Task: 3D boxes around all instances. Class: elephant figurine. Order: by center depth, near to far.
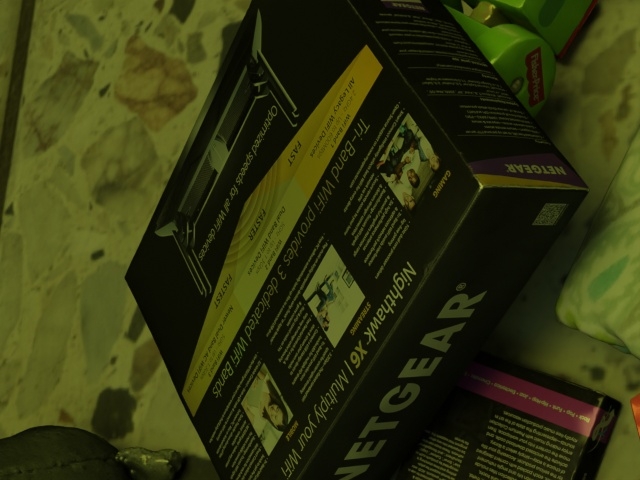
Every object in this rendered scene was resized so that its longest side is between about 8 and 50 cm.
[{"bbox_3d":[-0.257,0.187,0.924,0.169,0.239,0.186,17,84,41],"label":"elephant figurine"}]

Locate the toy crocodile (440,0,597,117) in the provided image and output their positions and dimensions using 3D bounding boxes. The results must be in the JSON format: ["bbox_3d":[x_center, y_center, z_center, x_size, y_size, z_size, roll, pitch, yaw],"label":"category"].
[{"bbox_3d":[0.137,-0.167,0.860,0.115,0.105,0.340,37,92,41],"label":"toy crocodile"}]

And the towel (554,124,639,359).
[{"bbox_3d":[0.328,-0.030,0.658,0.374,0.090,0.320,29,91,41],"label":"towel"}]

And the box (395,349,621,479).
[{"bbox_3d":[0.098,0.152,0.804,0.116,0.029,0.162,19,83,41],"label":"box"}]

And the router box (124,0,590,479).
[{"bbox_3d":[0.000,0.000,0.831,0.243,0.081,0.308,60,135,36],"label":"router box"}]

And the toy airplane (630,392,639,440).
[{"bbox_3d":[0.175,0.153,0.693,0.151,0.028,0.151,4,60,-8],"label":"toy airplane"}]
